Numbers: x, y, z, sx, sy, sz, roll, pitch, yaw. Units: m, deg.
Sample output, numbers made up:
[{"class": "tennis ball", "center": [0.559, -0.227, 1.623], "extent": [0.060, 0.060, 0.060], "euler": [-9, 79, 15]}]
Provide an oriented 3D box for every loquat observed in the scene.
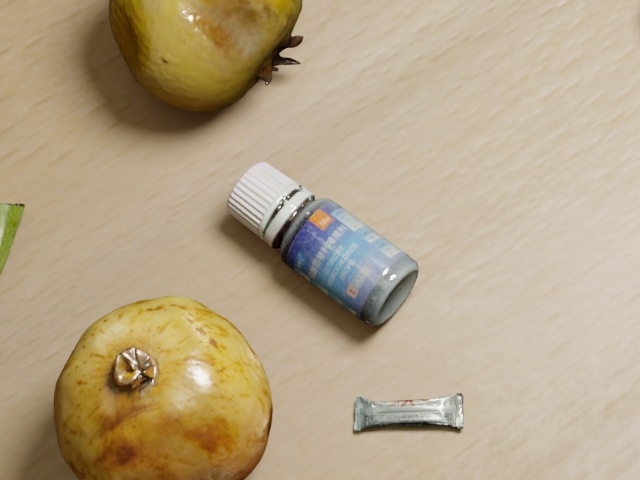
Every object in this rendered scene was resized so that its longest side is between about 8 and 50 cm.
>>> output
[{"class": "loquat", "center": [-0.115, -0.238, 2.060], "extent": [0.213, 0.213, 0.213], "euler": [-2, 71, 7]}]

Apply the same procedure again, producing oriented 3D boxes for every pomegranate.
[{"class": "pomegranate", "center": [-0.152, 0.160, 1.924], "extent": [0.215, 0.215, 0.215], "euler": [-2, 71, 7]}]

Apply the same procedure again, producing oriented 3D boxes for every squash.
[{"class": "squash", "center": [-0.364, 0.023, 2.067], "extent": [0.105, 0.105, 0.132], "euler": [3, 84, 8]}]

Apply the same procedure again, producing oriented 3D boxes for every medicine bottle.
[{"class": "medicine bottle", "center": [0.000, 0.000, 2.025], "extent": [0.203, 0.083, 0.083], "euler": [36, 79, 19]}]

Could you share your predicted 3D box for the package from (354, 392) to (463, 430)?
[{"class": "package", "center": [0.088, 0.172, 1.990], "extent": [0.110, 0.015, 0.037], "euler": [-2, 71, 5]}]
